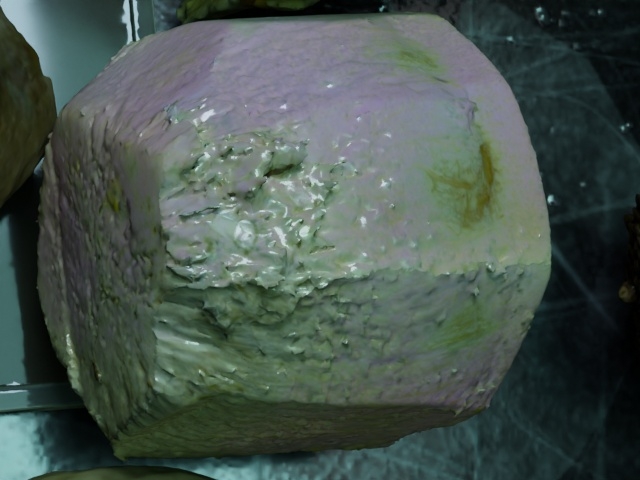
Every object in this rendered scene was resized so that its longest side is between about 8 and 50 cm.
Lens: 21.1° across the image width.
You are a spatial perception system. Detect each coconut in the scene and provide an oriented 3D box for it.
[{"bbox_3d":[0.000,0.000,0.871,0.245,0.233,0.233,-4,81,-28],"label":"coconut"}]

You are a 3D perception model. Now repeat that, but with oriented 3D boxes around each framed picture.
[{"bbox_3d":[-0.177,-0.030,0.937,0.197,0.014,0.252,-3,81,-19],"label":"framed picture"}]

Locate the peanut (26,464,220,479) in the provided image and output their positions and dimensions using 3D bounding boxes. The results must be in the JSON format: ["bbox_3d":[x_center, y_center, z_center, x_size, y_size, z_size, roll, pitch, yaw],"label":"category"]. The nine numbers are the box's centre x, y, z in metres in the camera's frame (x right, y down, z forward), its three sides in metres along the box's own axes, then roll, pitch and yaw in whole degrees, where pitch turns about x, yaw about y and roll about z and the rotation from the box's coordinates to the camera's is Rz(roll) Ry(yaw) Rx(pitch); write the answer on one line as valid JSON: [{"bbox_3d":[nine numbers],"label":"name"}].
[{"bbox_3d":[-0.042,0.195,0.869,0.313,0.152,0.152,11,76,-12],"label":"peanut"}]

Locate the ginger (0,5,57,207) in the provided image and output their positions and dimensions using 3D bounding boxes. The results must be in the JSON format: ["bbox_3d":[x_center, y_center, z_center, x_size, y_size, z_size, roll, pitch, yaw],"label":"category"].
[{"bbox_3d":[-0.244,-0.079,0.817,0.276,0.130,0.221,23,46,-52],"label":"ginger"}]

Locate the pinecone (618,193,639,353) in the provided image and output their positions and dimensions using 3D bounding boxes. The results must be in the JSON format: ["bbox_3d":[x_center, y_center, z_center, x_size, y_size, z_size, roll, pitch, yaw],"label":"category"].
[{"bbox_3d":[0.234,0.027,0.999,0.121,0.140,0.140,-3,79,9],"label":"pinecone"}]

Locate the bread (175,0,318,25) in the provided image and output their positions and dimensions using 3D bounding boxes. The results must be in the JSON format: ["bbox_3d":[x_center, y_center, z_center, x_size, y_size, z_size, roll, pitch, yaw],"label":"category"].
[{"bbox_3d":[0.046,-0.287,0.946,0.362,0.233,0.245,-30,90,-21],"label":"bread"}]
